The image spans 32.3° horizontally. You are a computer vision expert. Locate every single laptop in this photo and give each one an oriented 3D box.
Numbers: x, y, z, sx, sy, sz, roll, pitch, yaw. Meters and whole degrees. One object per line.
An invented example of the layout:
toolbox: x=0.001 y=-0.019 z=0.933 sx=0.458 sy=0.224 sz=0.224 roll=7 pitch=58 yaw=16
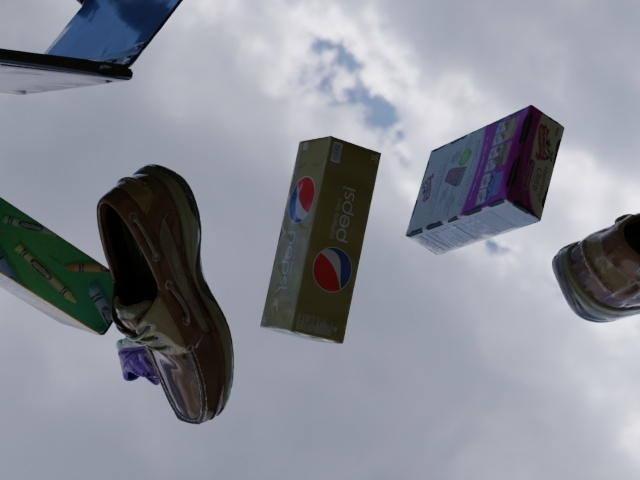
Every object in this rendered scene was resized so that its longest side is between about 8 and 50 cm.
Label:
laptop: x=-0.324 y=-0.289 z=1.225 sx=0.408 sy=0.382 sz=0.236 roll=3 pitch=-88 yaw=-31

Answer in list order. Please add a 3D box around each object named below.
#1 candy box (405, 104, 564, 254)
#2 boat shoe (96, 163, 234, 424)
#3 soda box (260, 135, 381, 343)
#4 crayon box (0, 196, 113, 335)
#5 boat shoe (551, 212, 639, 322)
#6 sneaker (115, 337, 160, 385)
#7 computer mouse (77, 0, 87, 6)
candy box: x=0.234 y=-0.082 z=1.600 sx=0.071 sy=0.233 sz=0.159 roll=30 pitch=-116 yaw=-23
boat shoe: x=-0.201 y=0.075 z=1.340 sx=0.120 sy=0.122 sz=0.324 roll=-28 pitch=-70 yaw=-47
soda box: x=0.000 y=0.000 z=1.015 sx=0.058 sy=0.061 sz=0.181 roll=17 pitch=-99 yaw=-29
crayon box: x=-0.401 y=0.015 z=1.441 sx=0.278 sy=0.165 sz=0.081 roll=38 pitch=-107 yaw=-29
boat shoe: x=0.408 y=0.019 z=1.262 sx=0.324 sy=0.116 sz=0.123 roll=-10 pitch=-116 yaw=-40
sneaker: x=-0.213 y=0.160 z=1.509 sx=0.068 sy=0.170 sz=0.071 roll=5 pitch=-106 yaw=-43
computer mouse: x=-0.359 y=-0.428 z=1.479 sx=0.184 sy=0.262 sz=0.060 roll=33 pitch=-127 yaw=29
